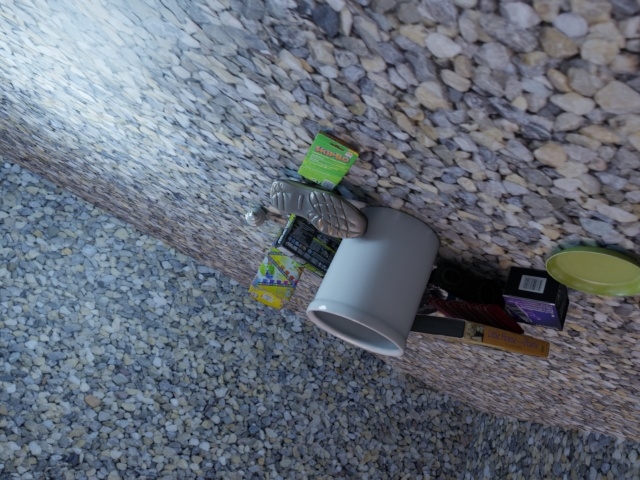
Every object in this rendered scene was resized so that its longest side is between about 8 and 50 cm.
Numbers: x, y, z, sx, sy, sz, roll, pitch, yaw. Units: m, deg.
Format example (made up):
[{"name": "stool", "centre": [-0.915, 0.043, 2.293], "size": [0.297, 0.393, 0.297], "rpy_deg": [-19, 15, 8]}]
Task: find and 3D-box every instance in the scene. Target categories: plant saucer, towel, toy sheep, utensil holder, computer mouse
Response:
[{"name": "plant saucer", "centre": [0.734, 0.077, 1.232], "size": [0.241, 0.037, 0.241], "rpy_deg": [21, 159, 9]}, {"name": "towel", "centre": [0.534, 0.258, 1.606], "size": [0.199, 0.031, 0.275], "rpy_deg": [37, 159, -31]}, {"name": "toy sheep", "centre": [-0.266, -0.100, 1.883], "size": [0.091, 0.091, 0.132], "rpy_deg": [22, 177, 9]}, {"name": "utensil holder", "centre": [0.177, 0.127, 1.497], "size": [0.328, 0.385, 0.327], "rpy_deg": [22, 159, 9]}, {"name": "computer mouse", "centre": [0.410, 0.219, 1.861], "size": [0.189, 0.072, 0.272], "rpy_deg": [-22, 144, 17]}]

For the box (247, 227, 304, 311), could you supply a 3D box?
[{"name": "box", "centre": [-0.182, 0.140, 2.085], "size": [0.177, 0.279, 0.290], "rpy_deg": [27, 159, -4]}]

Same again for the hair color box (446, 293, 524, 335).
[{"name": "hair color box", "centre": [0.644, 0.320, 1.818], "size": [0.174, 0.105, 0.347], "rpy_deg": [2, 149, 48]}]

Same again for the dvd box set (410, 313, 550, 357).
[{"name": "dvd box set", "centre": [0.507, 0.318, 1.558], "size": [0.421, 0.062, 0.308], "rpy_deg": [18, 167, -31]}]

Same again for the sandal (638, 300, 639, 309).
[{"name": "sandal", "centre": [0.897, 0.167, 1.241], "size": [0.072, 0.049, 0.180], "rpy_deg": [14, 156, 28]}]

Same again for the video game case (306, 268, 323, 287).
[{"name": "video game case", "centre": [0.114, 0.227, 2.296], "size": [0.329, 0.036, 0.300], "rpy_deg": [14, 156, 28]}]

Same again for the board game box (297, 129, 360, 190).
[{"name": "board game box", "centre": [0.021, -0.226, 1.324], "size": [0.124, 0.039, 0.259], "rpy_deg": [27, 162, -6]}]

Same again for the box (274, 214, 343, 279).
[{"name": "box", "centre": [0.000, 0.000, 1.633], "size": [0.270, 0.216, 0.060], "rpy_deg": [34, 156, -22]}]

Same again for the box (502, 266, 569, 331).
[{"name": "box", "centre": [0.678, 0.184, 1.450], "size": [0.153, 0.108, 0.207], "rpy_deg": [7, 152, 39]}]

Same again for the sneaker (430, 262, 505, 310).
[{"name": "sneaker", "centre": [0.517, 0.167, 1.634], "size": [0.286, 0.109, 0.130], "rpy_deg": [31, 170, -3]}]

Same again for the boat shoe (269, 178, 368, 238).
[{"name": "boat shoe", "centre": [0.007, -0.119, 1.477], "size": [0.356, 0.130, 0.132], "rpy_deg": [28, 120, 23]}]
